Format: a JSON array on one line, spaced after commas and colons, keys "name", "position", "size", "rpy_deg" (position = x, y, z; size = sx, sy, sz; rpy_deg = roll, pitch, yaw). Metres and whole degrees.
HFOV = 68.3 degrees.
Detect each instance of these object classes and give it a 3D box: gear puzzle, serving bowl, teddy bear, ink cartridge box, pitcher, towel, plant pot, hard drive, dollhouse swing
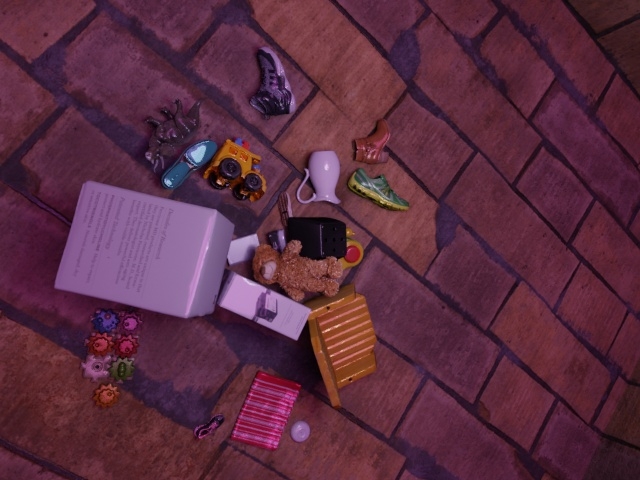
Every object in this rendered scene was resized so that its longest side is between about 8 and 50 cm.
[{"name": "gear puzzle", "position": [-0.717, 0.404, 1.604], "size": [0.176, 0.044, 0.338], "rpy_deg": [10, 85, -22]}, {"name": "serving bowl", "position": [-0.078, 0.760, 1.868], "size": [0.084, 0.027, 0.083], "rpy_deg": [0, 90, -22]}, {"name": "teddy bear", "position": [-0.086, 0.117, 1.711], "size": [0.338, 0.245, 0.113], "rpy_deg": [25, 39, -9]}, {"name": "ink cartridge box", "position": [-0.222, 0.230, 1.711], "size": [0.308, 0.223, 0.128], "rpy_deg": [29, 81, -19]}, {"name": "pitcher", "position": [-0.010, -0.249, 1.869], "size": [0.178, 0.125, 0.206], "rpy_deg": [-4, 102, -7]}, {"name": "towel", "position": [-0.205, 0.657, 1.818], "size": [0.199, 0.031, 0.274], "rpy_deg": [26, 80, -19]}, {"name": "plant pot", "position": [0.000, 0.000, 1.811], "size": [0.188, 0.167, 0.187], "rpy_deg": [-2, 91, -38]}, {"name": "hard drive", "position": [-0.296, 0.034, 1.792], "size": [0.135, 0.022, 0.094], "rpy_deg": [-17, 96, -21]}, {"name": "dollhouse swing", "position": [0.105, 0.395, 1.767], "size": [0.316, 0.305, 0.346], "rpy_deg": [-21, 105, -15]}]

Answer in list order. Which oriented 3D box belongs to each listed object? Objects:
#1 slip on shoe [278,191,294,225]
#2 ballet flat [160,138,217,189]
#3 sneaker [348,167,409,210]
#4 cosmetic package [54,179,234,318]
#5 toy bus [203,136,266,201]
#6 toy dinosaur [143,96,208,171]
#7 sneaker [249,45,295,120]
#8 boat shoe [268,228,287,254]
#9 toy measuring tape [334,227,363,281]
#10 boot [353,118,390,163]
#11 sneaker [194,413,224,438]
[{"name": "slip on shoe", "position": [-0.130, -0.123, 1.854], "size": [0.041, 0.052, 0.135], "rpy_deg": [-4, 81, -61]}, {"name": "ballet flat", "position": [-0.479, -0.277, 1.687], "size": [0.247, 0.087, 0.083], "rpy_deg": [-47, 119, -19]}, {"name": "sneaker", "position": [0.261, -0.211, 1.974], "size": [0.296, 0.109, 0.123], "rpy_deg": [26, 84, -19]}, {"name": "cosmetic package", "position": [-0.520, 0.040, 1.478], "size": [0.395, 0.329, 0.326], "rpy_deg": [13, 84, 1]}, {"name": "toy bus", "position": [-0.292, -0.276, 1.747], "size": [0.220, 0.149, 0.211], "rpy_deg": [28, 63, -22]}, {"name": "toy dinosaur", "position": [-0.519, -0.396, 1.675], "size": [0.313, 0.121, 0.160], "rpy_deg": [-43, 116, -22]}, {"name": "sneaker", "position": [-0.208, -0.593, 1.792], "size": [0.153, 0.101, 0.268], "rpy_deg": [-29, 102, -22]}, {"name": "boat shoe", "position": [-0.162, 0.071, 1.822], "size": [0.076, 0.080, 0.228], "rpy_deg": [-7, 100, 2]}, {"name": "toy measuring tape", "position": [0.109, 0.111, 1.915], "size": [0.122, 0.121, 0.329], "rpy_deg": [2, 98, -22]}, {"name": "boot", "position": [0.211, -0.420, 1.979], "size": [0.153, 0.073, 0.196], "rpy_deg": [0, 87, -18]}, {"name": "sneaker", "position": [-0.401, 0.683, 1.723], "size": [0.119, 0.057, 0.047], "rpy_deg": [-30, 98, -21]}]
